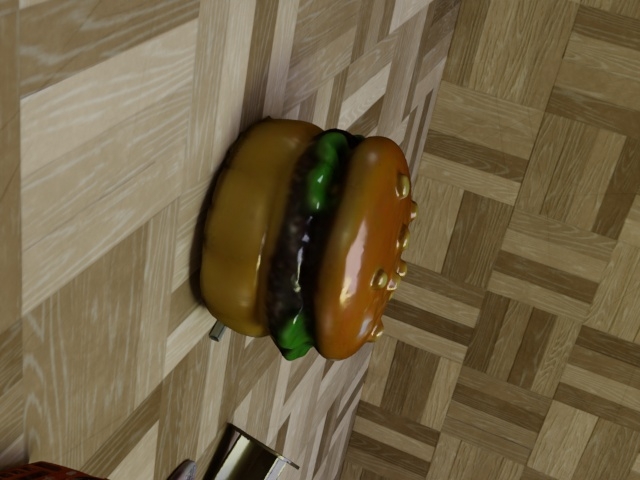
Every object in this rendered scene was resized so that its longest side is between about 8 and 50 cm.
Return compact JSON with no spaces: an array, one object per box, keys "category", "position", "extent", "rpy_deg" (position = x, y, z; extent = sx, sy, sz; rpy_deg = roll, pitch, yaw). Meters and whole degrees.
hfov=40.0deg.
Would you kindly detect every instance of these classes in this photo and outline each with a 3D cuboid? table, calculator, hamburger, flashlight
[{"category":"table","position":[-0.171,0.515,1.791],"extent":[0.227,0.167,0.167],"rpy_deg":[-58,163,-12]},{"category":"calculator","position":[-0.266,0.464,1.587],"extent":[0.166,0.024,0.103],"rpy_deg":[-50,156,-60]},{"category":"hamburger","position":[0.000,0.000,1.405],"extent":[0.396,0.277,0.396],"rpy_deg":[14,90,-77]},{"category":"flashlight","position":[-0.165,0.137,1.528],"extent":[0.018,0.018,0.083],"rpy_deg":[85,28,-56]}]

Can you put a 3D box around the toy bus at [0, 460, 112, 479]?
[{"category":"toy bus","position":[-0.329,0.315,0.882],"extent":[0.329,0.153,0.143],"rpy_deg":[23,85,-78]}]
